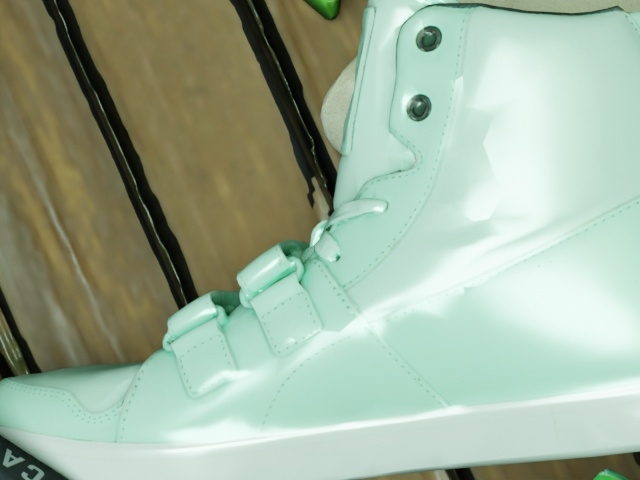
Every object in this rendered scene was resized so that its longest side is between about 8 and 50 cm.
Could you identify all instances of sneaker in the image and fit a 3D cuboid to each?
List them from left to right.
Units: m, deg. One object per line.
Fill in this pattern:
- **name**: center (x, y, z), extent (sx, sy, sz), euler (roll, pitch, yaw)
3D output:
- **sneaker**: center (0.001, 0.000, 0.480), extent (0.256, 0.094, 0.151), euler (-10, 87, 12)

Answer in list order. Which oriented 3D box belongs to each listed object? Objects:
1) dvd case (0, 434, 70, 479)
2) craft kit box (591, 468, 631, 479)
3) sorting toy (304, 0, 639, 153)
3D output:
- **dvd case**: center (-0.117, 0.145, 0.464), extent (0.238, 0.029, 0.179), euler (33, 110, 0)
- **craft kit box**: center (0.065, 0.235, 0.406), extent (0.246, 0.061, 0.250), euler (-39, 99, -6)
- **sorting toy**: center (0.128, -0.053, 0.537), extent (0.347, 0.047, 0.196), euler (42, 87, 4)
